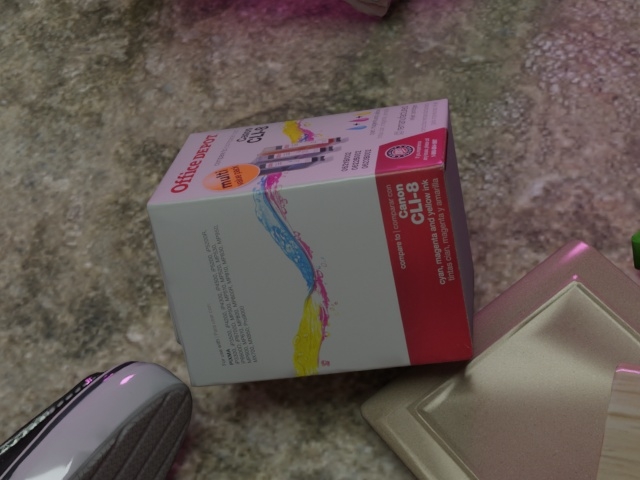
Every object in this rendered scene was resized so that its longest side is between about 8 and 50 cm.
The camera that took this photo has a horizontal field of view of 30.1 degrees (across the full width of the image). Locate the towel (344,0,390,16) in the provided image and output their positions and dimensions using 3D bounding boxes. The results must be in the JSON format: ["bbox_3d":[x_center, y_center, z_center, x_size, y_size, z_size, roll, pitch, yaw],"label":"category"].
[{"bbox_3d":[-0.046,-0.376,0.920,0.331,0.053,0.317,21,68,-23],"label":"towel"}]

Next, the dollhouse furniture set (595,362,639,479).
[{"bbox_3d":[0.162,0.279,0.408,0.362,0.256,0.394,8,67,20],"label":"dollhouse furniture set"}]

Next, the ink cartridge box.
[{"bbox_3d":[0.000,0.000,0.735,0.176,0.127,0.128,-8,23,10],"label":"ink cartridge box"}]

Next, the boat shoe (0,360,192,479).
[{"bbox_3d":[-0.218,0.187,0.690,0.119,0.121,0.335,34,72,27],"label":"boat shoe"}]

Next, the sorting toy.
[{"bbox_3d":[0.146,0.111,0.696,0.347,0.047,0.196,-36,51,-11],"label":"sorting toy"}]
